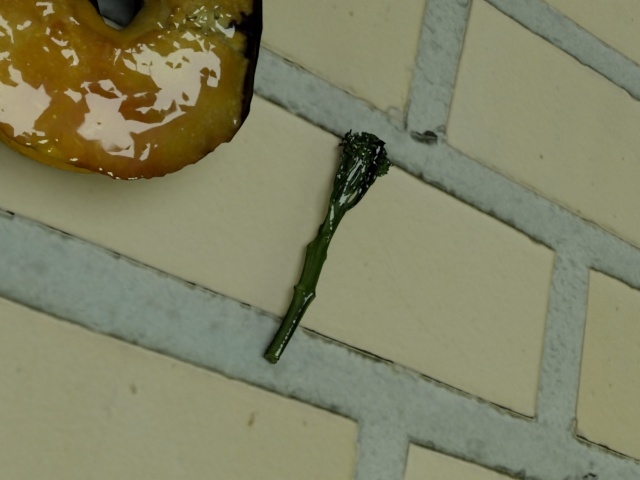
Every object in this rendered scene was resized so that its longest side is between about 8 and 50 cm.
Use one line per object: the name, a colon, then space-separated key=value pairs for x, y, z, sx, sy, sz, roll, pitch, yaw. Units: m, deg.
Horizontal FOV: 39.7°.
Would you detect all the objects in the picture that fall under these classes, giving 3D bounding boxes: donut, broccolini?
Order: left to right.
donut: x=-0.153 y=-0.162 z=0.622 sx=0.253 sy=0.118 sz=0.254 roll=10 pitch=70 yaw=-30
broccolini: x=-0.001 y=-0.001 z=0.728 sx=0.042 sy=0.044 sz=0.218 roll=43 pitch=64 yaw=-33
